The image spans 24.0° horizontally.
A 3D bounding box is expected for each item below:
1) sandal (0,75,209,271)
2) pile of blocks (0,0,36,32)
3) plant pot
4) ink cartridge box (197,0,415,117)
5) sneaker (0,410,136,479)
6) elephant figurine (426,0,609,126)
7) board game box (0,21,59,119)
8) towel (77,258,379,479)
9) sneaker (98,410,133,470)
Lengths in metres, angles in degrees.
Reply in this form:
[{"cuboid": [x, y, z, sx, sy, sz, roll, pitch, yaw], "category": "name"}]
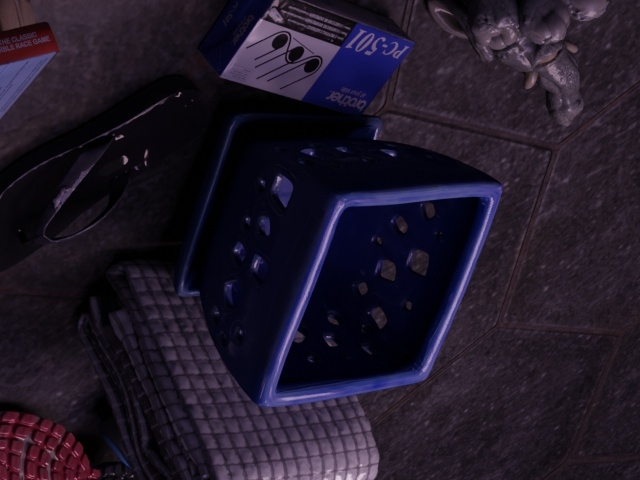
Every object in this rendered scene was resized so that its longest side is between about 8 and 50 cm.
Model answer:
[{"cuboid": [-0.208, -0.057, 1.360, 0.254, 0.054, 0.097, -37, 147, -4], "category": "sandal"}, {"cuboid": [-0.368, -0.157, 1.060, 0.362, 0.149, 0.113, -19, 100, -44], "category": "pile of blocks"}, {"cuboid": [0.000, 0.000, 1.470, 0.236, 0.212, 0.236, -4, 123, -43], "category": "plant pot"}, {"cuboid": [-0.009, -0.183, 1.416, 0.207, 0.046, 0.097, 10, 124, -50], "category": "ink cartridge box"}, {"cuboid": [-0.298, 0.274, 1.626, 0.112, 0.121, 0.299, -7, 150, 33], "category": "sneaker"}, {"cuboid": [0.187, -0.228, 1.473, 0.169, 0.186, 0.239, 1, 170, 0], "category": "elephant figurine"}, {"cuboid": [-0.306, -0.083, 1.120, 0.145, 0.027, 0.281, -21, 175, -33], "category": "board game box"}, {"cuboid": [-0.099, 0.155, 1.527, 0.235, 0.284, 0.121, -2, 143, -43], "category": "towel"}, {"cuboid": [-0.104, 0.229, 1.747, 0.140, 0.125, 0.341, -49, 149, 6], "category": "sneaker"}]
